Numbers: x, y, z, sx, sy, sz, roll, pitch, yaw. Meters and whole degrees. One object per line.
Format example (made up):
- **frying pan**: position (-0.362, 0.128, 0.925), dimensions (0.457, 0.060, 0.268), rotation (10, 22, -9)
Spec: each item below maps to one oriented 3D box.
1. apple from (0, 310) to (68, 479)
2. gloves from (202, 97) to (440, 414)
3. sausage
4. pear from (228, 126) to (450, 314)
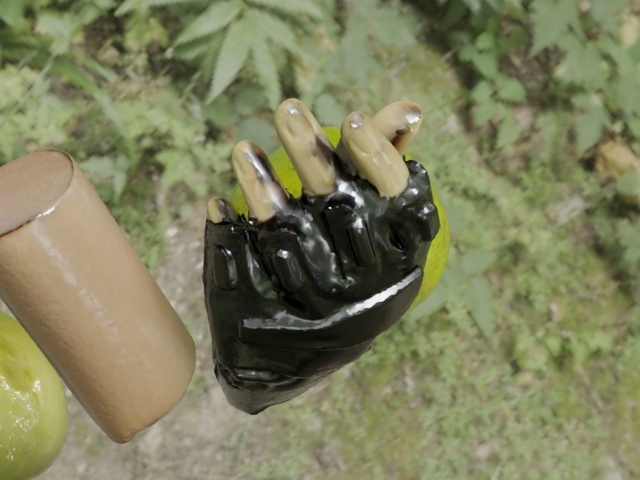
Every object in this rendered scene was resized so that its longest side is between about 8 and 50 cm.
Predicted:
- **apple**: position (-0.475, 0.221, 1.814), dimensions (0.292, 0.292, 0.254), rotation (-10, 75, -45)
- **gloves**: position (0.000, 0.000, 0.785), dimensions (0.124, 0.203, 0.164), rotation (36, 64, 5)
- **sausage**: position (-0.207, 0.052, 1.244), dimensions (0.253, 0.123, 0.123), rotation (61, 35, -31)
- **pear**: position (0.014, -0.008, 1.155), dimensions (0.187, 0.219, 0.187), rotation (1, 85, -10)
